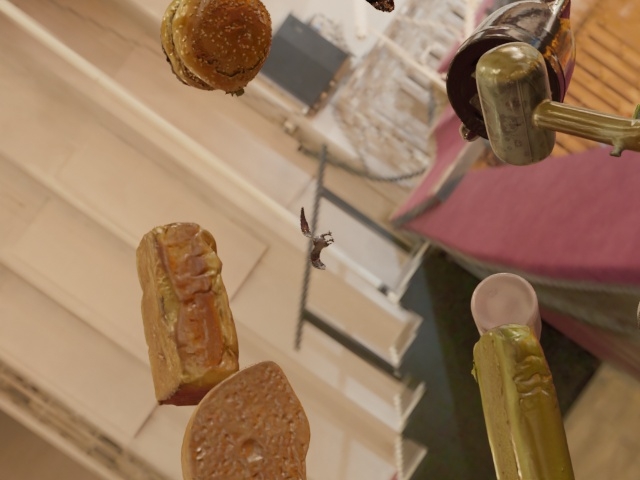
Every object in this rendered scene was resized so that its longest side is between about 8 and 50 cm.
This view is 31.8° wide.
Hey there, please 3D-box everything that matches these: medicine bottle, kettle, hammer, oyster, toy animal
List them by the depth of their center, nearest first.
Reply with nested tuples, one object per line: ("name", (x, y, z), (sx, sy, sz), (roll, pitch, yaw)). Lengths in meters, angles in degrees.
("oyster", (0.050, -0.262, 1.133), (0.019, 0.083, 0.054), (-35, 53, 38))
("toy animal", (0.001, 0.000, 1.338), (0.050, 0.084, 0.028), (5, -29, -42))
("hammer", (0.374, -0.182, 1.704), (0.113, 0.305, 0.202), (-42, -47, -22))
("kettle", (0.388, -0.340, 2.281), (0.321, 0.228, 0.324), (-58, -3, 41))
("medicine bottle", (0.384, 0.160, 2.297), (0.133, 0.133, 0.250), (-55, -21, -6))

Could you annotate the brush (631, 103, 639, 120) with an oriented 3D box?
("brush", (0.575, -0.212, 2.073), (0.083, 0.021, 0.019), (-62, -5, -5))

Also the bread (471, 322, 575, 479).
("bread", (0.367, 0.336, 1.981), (0.112, 0.384, 0.166), (-7, -10, -20))

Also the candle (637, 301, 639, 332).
("candle", (0.670, 0.154, 2.015), (0.168, 0.192, 0.068), (-34, 4, 15))

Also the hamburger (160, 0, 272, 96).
("hamburger", (-0.160, -0.340, 1.832), (0.118, 0.182, 0.191), (7, 58, 53))

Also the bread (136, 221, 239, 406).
("bread", (-0.221, 0.122, 1.852), (0.167, 0.132, 0.294), (128, 134, -62))

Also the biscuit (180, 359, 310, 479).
("biscuit", (-0.081, 0.232, 1.224), (0.029, 0.142, 0.221), (124, 153, -56))
